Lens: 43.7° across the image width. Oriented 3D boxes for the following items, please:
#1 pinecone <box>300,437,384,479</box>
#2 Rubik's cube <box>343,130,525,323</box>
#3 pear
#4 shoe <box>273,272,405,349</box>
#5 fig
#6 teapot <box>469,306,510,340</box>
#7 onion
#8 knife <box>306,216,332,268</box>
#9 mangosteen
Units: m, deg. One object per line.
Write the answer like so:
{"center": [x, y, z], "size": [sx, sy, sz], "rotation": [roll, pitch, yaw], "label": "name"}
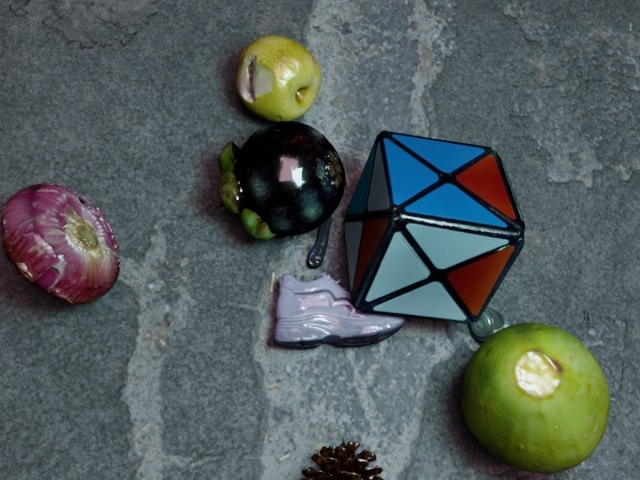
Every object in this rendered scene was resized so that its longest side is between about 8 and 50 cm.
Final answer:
{"center": [0.038, 0.417, 1.343], "size": [0.163, 0.163, 0.165], "rotation": [13, 56, -7], "label": "pinecone"}
{"center": [0.195, -0.020, 1.446], "size": [0.249, 0.250, 0.246], "rotation": [10, 42, -12], "label": "Rubik's cube"}
{"center": [-0.090, -0.323, 1.585], "size": [0.178, 0.178, 0.178], "rotation": [4, 69, -10], "label": "pear"}
{"center": [0.032, 0.125, 1.479], "size": [0.245, 0.095, 0.137], "rotation": [-3, 73, -6], "label": "shoe"}
{"center": [0.372, 0.259, 1.382], "size": [0.258, 0.326, 0.258], "rotation": [-6, 61, 11], "label": "fig"}
{"center": [0.334, 0.164, 1.540], "size": [0.057, 0.066, 0.088], "rotation": [-6, 28, -34], "label": "teapot"}
{"center": [-0.463, 0.016, 1.378], "size": [0.163, 0.230, 0.229], "rotation": [-24, 73, 18], "label": "onion"}
{"center": [0.000, 0.000, 1.560], "size": [0.031, 0.018, 0.121], "rotation": [17, 66, -7], "label": "knife"}
{"center": [-0.076, -0.112, 1.491], "size": [0.243, 0.243, 0.242], "rotation": [4, 69, -10], "label": "mangosteen"}
